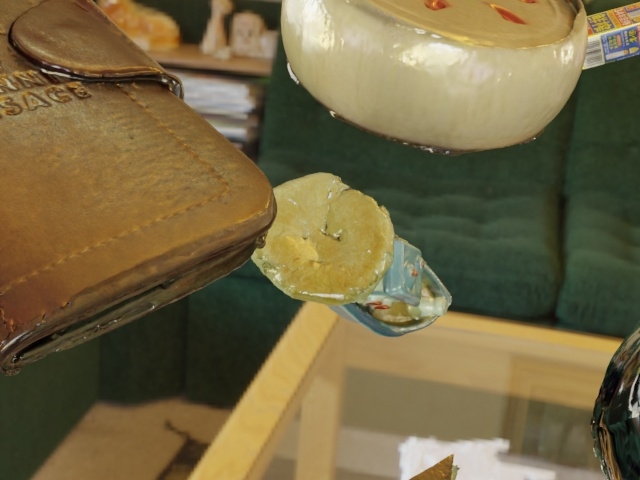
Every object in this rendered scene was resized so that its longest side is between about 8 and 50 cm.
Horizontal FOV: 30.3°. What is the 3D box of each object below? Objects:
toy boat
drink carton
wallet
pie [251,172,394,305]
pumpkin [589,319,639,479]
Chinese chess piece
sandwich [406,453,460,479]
[{"bbox_3d":[0.079,0.043,1.220,0.098,0.109,0.238,-5,-14,24],"label":"toy boat"},{"bbox_3d":[0.438,-0.293,1.651,0.166,0.056,0.071,-14,35,8],"label":"drink carton"},{"bbox_3d":[-0.133,-0.066,0.472,0.137,0.031,0.255,-24,59,-37],"label":"wallet"},{"bbox_3d":[0.000,0.000,0.660,0.084,0.020,0.084,2,63,-3],"label":"pie"},{"bbox_3d":[0.241,0.074,0.552,0.233,0.163,0.233,-29,0,0],"label":"pumpkin"},{"bbox_3d":[0.091,-0.173,0.966,0.250,0.103,0.250,10,36,-7],"label":"Chinese chess piece"},{"bbox_3d":[0.144,0.451,1.826,0.096,0.094,0.258,15,61,6],"label":"sandwich"}]
